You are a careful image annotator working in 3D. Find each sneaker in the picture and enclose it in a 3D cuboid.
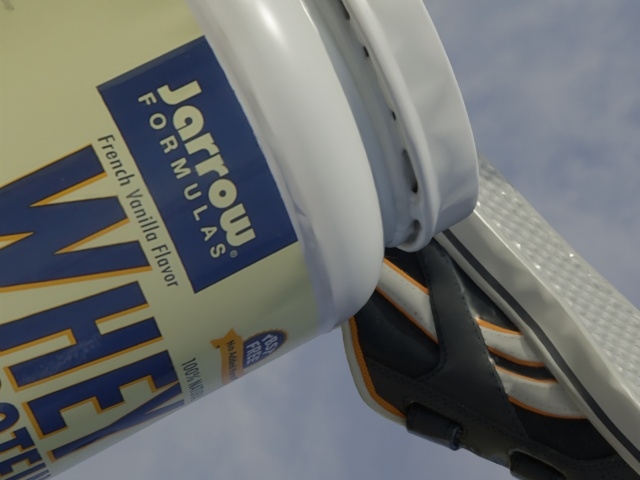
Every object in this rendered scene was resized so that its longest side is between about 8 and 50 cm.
[{"bbox_3d":[0.110,0.071,0.985,0.127,0.321,0.126,-49,161,20],"label":"sneaker"}]

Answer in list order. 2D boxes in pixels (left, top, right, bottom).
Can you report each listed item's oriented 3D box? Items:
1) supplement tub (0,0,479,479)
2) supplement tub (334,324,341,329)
[{"bbox_3d":[-0.117,-0.025,0.808,0.325,0.235,0.235,-28,-166,-10],"label":"supplement tub"},{"bbox_3d":[0.000,0.000,1.422,0.144,0.200,0.144,165,-90,-73],"label":"supplement tub"}]
